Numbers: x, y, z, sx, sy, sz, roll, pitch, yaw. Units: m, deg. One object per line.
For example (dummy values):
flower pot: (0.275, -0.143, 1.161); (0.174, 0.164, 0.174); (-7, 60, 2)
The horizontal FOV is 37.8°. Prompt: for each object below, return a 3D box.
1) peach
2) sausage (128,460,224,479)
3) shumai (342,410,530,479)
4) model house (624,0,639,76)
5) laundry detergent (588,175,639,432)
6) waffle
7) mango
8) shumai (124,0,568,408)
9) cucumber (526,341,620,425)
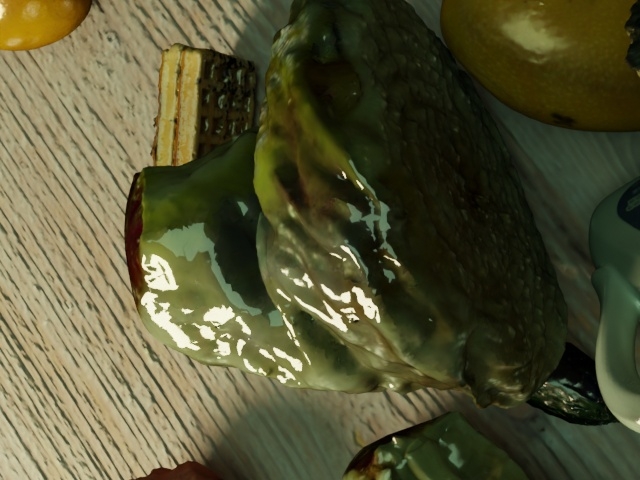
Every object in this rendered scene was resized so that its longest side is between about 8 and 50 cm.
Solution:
peach: (-0.272, -0.243, 0.854); (0.138, 0.138, 0.138); (1, 93, 22)
sausage: (-0.119, 0.336, 0.812); (0.152, 0.152, 0.279); (-5, 94, 22)
shumai: (0.075, 0.278, 0.701); (0.222, 0.225, 0.260); (30, 65, 29)
model house: (0.283, -0.111, 0.515); (0.167, 0.182, 0.172); (-21, 126, 35)
laundry detergent: (0.271, 0.041, 0.564); (0.215, 0.280, 0.105); (-20, 117, 21)
waffle: (-0.099, -0.090, 0.803); (0.042, 0.102, 0.148); (10, 97, 25)
mango: (0.213, -0.146, 0.664); (0.262, 0.109, 0.157); (18, 69, 7)
shumai: (0.000, 0.000, 0.685); (0.263, 0.309, 0.304); (-24, 129, 26)
cucumber: (0.127, 0.081, 0.745); (0.245, 0.067, 0.067); (21, 100, 18)
